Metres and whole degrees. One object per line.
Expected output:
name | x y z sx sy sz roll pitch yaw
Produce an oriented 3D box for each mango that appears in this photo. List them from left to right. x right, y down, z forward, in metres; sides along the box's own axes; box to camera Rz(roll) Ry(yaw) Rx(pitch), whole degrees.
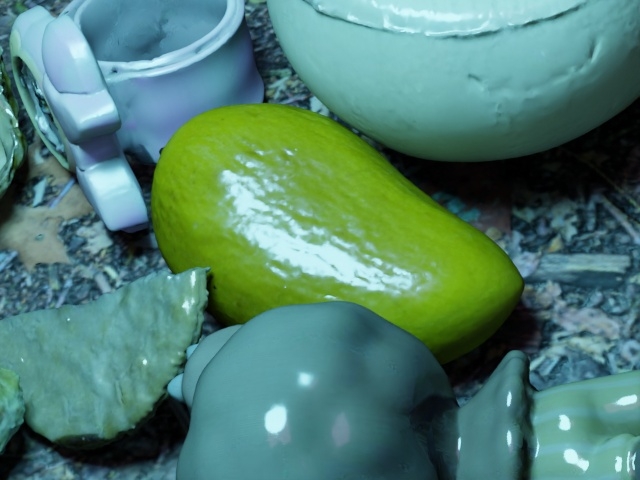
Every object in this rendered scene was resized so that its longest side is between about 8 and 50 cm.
mango | -0.007 0.004 1.262 0.195 0.142 0.331 -43 58 -15

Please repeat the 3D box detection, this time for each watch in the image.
watch | -0.158 -0.158 1.422 0.217 0.211 0.248 -26 40 -16

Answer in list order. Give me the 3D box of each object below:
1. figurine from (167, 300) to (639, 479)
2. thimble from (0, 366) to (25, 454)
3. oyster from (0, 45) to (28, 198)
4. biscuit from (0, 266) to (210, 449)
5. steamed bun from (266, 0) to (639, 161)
figurine | 0.061 0.152 1.071 0.380 0.203 0.248 -4 59 16
thimble | -0.338 0.148 1.250 0.190 0.137 0.143 18 59 18
oyster | -0.384 -0.135 1.520 0.341 0.110 0.166 34 72 33
biscuit | -0.184 0.104 1.261 0.250 0.032 0.133 -15 68 36
steamed bun | 0.140 -0.215 1.326 0.374 0.241 0.374 -6 46 6
